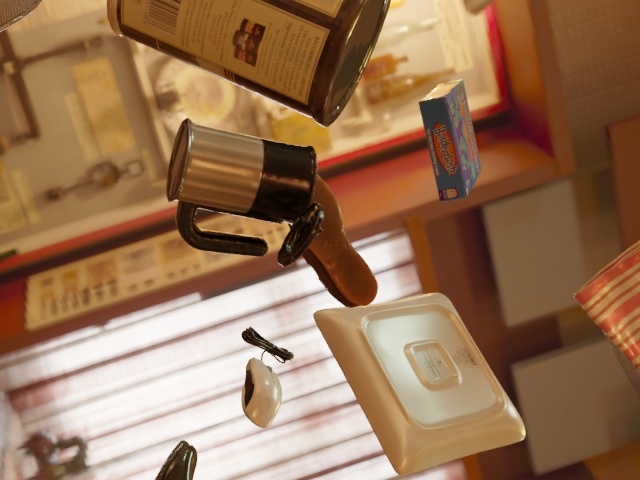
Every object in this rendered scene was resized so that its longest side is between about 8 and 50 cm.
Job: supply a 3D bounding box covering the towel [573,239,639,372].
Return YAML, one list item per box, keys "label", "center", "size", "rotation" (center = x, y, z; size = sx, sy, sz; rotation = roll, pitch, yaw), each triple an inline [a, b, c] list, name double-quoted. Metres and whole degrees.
- label: "towel"
  center: [0.459, 0.102, 1.517]
  size: [0.197, 0.144, 0.029]
  rotation: [48, 13, -5]

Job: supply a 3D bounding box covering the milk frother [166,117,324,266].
- label: "milk frother"
  center: [-0.072, -0.045, 1.084]
  size: [0.143, 0.134, 0.129]
  rotation: [178, -79, -72]

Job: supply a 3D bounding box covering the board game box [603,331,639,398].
- label: "board game box"
  center: [0.515, 0.194, 1.657]
  size: [0.145, 0.027, 0.281]
  rotation: [7, -41, 50]

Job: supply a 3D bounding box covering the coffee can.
- label: "coffee can"
  center: [-0.076, -0.277, 1.291]
  size: [0.201, 0.275, 0.202]
  rotation: [25, 90, -83]

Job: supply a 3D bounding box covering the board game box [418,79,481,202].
- label: "board game box"
  center: [0.210, -0.163, 1.783]
  size: [0.210, 0.047, 0.160]
  rotation: [-49, 127, -69]

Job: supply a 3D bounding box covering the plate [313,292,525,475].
- label: "plate"
  center: [0.158, 0.192, 1.659]
  size: [0.045, 0.278, 0.277]
  rotation: [-53, -124, 39]

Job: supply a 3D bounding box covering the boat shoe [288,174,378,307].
- label: "boat shoe"
  center: [0.000, 0.000, 1.485]
  size: [0.207, 0.073, 0.073]
  rotation: [63, -22, -12]

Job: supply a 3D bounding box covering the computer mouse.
- label: "computer mouse"
  center: [-0.086, 0.221, 1.806]
  size: [0.106, 0.042, 0.193]
  rotation: [40, 28, -27]

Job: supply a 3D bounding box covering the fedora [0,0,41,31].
- label: "fedora"
  center: [-0.357, -0.277, 1.147]
  size: [0.243, 0.275, 0.124]
  rotation: [-7, -53, 45]

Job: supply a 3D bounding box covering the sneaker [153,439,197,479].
- label: "sneaker"
  center: [-0.206, 0.452, 1.599]
  size: [0.122, 0.146, 0.331]
  rotation: [117, -11, -57]
